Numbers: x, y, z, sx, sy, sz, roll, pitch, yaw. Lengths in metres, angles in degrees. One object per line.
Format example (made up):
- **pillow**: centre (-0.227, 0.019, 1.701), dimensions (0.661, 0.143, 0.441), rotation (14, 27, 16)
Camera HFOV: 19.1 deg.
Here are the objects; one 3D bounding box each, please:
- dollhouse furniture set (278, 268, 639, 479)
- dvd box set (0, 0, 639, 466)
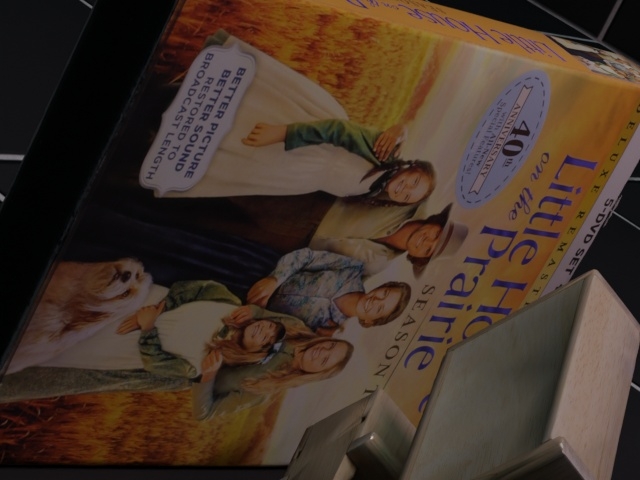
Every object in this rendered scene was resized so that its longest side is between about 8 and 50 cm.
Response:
- **dollhouse furniture set**: centre (0.180, 0.219, 1.012), dimensions (0.355, 0.303, 0.174), rotation (52, 30, -14)
- **dvd box set**: centre (0.000, 0.000, 1.120), dimensions (0.420, 0.308, 0.062), rotation (8, 27, -46)
